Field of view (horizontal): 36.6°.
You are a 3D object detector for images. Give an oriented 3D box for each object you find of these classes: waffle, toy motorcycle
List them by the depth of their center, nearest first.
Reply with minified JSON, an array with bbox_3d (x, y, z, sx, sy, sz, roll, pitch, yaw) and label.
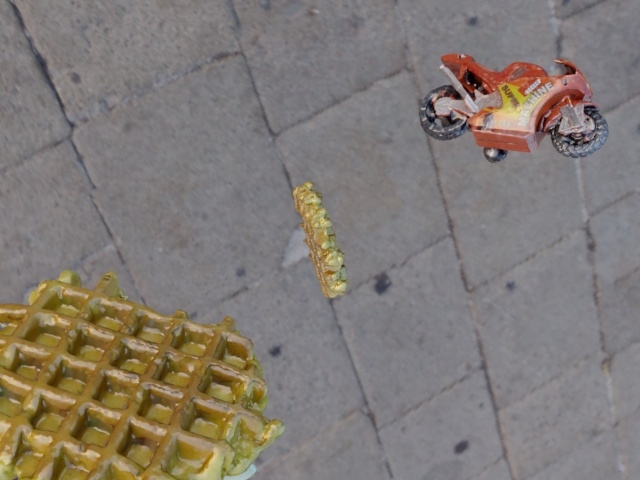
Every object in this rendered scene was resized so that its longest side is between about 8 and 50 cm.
[{"bbox_3d":[-0.189,0.134,0.902,0.282,0.301,0.058,-35,149,-43],"label":"waffle"},{"bbox_3d":[0.301,-0.208,1.485,0.089,0.298,0.171,45,61,-59],"label":"toy motorcycle"},{"bbox_3d":[0.000,0.000,1.595,0.046,0.191,0.160,-20,167,-9],"label":"waffle"}]

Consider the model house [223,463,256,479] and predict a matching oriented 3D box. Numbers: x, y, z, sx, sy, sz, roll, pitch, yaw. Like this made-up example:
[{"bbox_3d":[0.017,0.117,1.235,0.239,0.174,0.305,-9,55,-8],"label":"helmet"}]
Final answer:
[{"bbox_3d":[-0.168,0.237,1.046,0.149,0.127,0.100,-38,122,-8],"label":"model house"}]
